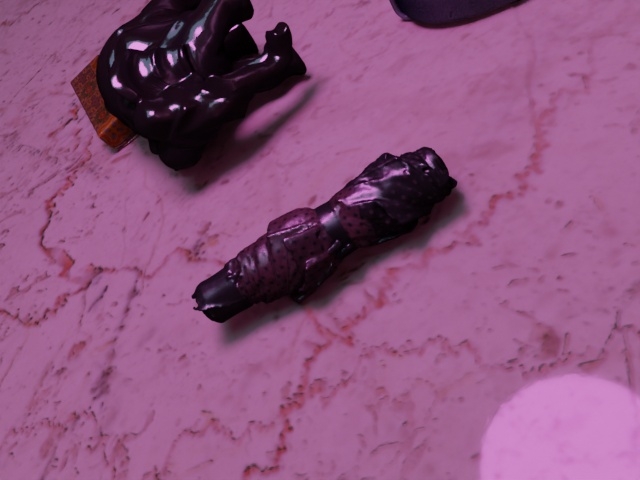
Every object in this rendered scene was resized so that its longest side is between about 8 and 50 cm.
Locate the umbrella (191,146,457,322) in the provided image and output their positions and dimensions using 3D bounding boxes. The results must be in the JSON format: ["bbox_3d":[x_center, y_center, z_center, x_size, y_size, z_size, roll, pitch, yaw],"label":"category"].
[{"bbox_3d":[0.000,0.000,0.910,0.326,0.090,0.094,-32,47,8],"label":"umbrella"}]

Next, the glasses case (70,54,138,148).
[{"bbox_3d":[-0.357,-0.235,1.364,0.075,0.049,0.218,-44,43,5],"label":"glasses case"}]

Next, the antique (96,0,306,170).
[{"bbox_3d":[-0.194,-0.245,1.178,0.255,0.185,0.322,-44,43,-14],"label":"antique"}]

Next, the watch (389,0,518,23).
[{"bbox_3d":[0.188,-0.373,1.102,0.206,0.068,0.193,-20,46,17],"label":"watch"}]
